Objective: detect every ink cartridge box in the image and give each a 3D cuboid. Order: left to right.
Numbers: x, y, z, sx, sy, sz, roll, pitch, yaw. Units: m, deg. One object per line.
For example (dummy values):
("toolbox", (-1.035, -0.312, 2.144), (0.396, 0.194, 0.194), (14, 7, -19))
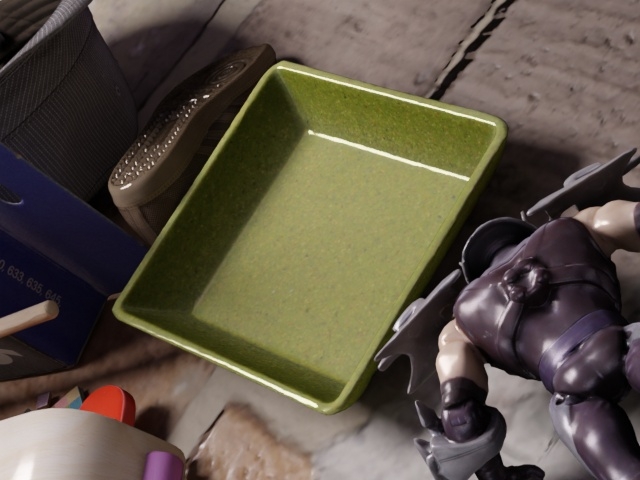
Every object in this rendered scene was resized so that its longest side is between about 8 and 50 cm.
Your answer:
("ink cartridge box", (-0.297, 0.004, 0.994), (0.307, 0.303, 0.072), (-11, 55, 38))

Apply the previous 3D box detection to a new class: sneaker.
("sneaker", (-0.073, -0.056, 1.037), (0.066, 0.071, 0.188), (-10, 29, 35))

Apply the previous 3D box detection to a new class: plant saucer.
("plant saucer", (0.000, 0.000, 0.915), (0.188, 0.045, 0.188), (20, 73, 41))

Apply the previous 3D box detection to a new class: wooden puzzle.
("wooden puzzle", (-0.163, 0.122, 1.006), (0.049, 0.006, 0.083), (-40, 39, 10))

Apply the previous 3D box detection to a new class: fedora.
("fedora", (-0.213, -0.077, 1.115), (0.243, 0.124, 0.275), (-37, 22, 7))

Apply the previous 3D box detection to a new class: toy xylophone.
("toy xylophone", (-0.219, 0.166, 0.957), (0.322, 0.081, 0.236), (-12, 52, 36))

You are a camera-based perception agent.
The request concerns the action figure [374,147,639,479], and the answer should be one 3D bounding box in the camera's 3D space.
("action figure", (0.131, 0.066, 0.717), (0.185, 0.099, 0.285), (-49, 34, 10))
